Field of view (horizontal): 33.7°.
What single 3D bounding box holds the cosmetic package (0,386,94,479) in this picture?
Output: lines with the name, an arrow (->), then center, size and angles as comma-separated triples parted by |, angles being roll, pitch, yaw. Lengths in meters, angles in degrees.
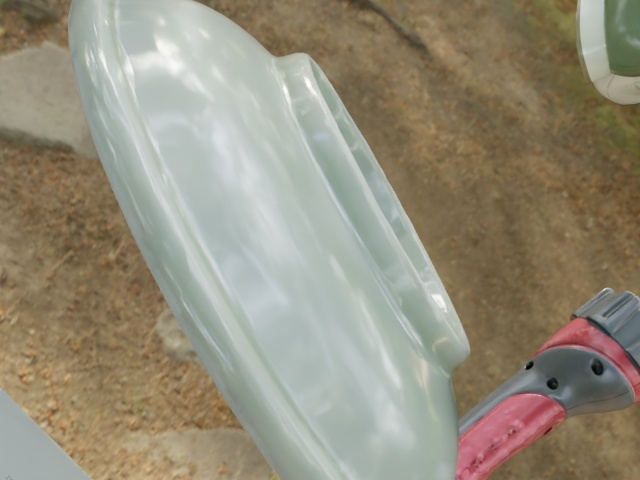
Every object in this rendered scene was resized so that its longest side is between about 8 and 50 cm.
cosmetic package -> -0.335, 0.133, 0.568 | 0.377, 0.097, 0.284 | 49, 51, -11

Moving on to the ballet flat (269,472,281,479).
ballet flat -> 0.049, 0.311, 0.764 | 0.123, 0.123, 0.348 | -14, 61, -43

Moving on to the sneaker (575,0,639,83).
sneaker -> 0.217, -0.193, 0.689 | 0.064, 0.086, 0.192 | 38, 55, -59

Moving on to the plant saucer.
plant saucer -> 0.000, 0.000, 0.650 | 0.400, 0.101, 0.400 | 59, 9, -15

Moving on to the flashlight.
flashlight -> 0.177, 0.169, 0.930 | 0.304, 0.103, 0.103 | -38, 74, -11

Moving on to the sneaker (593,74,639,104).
sneaker -> 0.317, -0.134, 0.854 | 0.114, 0.305, 0.152 | 0, 86, -18
